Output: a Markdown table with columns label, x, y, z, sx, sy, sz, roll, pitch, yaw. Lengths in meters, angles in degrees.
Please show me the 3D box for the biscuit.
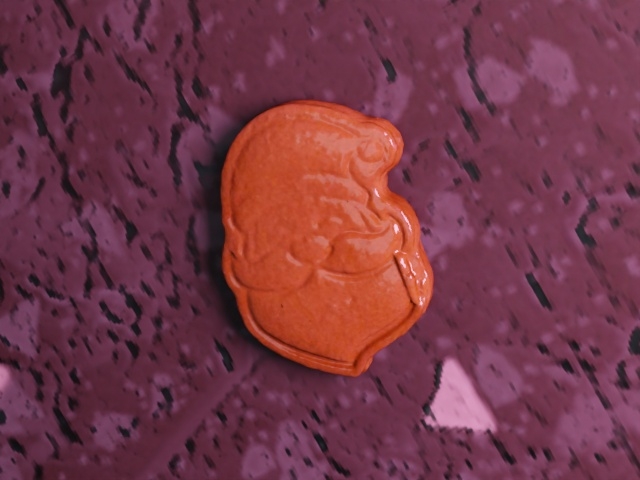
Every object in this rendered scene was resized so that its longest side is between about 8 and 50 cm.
| label | x | y | z | sx | sy | sz | roll | pitch | yaw |
| --- | --- | --- | --- | --- | --- | --- | --- | --- | --- |
| biscuit | 0.000 | 0.000 | 0.885 | 0.102 | 0.019 | 0.130 | 0 | 107 | 24 |
